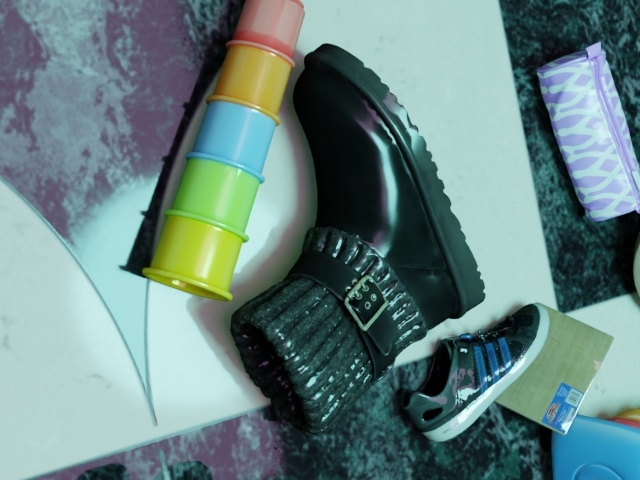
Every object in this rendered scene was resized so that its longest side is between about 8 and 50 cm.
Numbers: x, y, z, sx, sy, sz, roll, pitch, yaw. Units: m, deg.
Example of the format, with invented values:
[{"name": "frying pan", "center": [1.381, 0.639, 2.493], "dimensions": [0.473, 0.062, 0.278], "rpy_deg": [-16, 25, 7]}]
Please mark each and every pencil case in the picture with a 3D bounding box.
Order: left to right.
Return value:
[{"name": "pencil case", "center": [0.317, -0.120, 1.471], "dimensions": [0.086, 0.088, 0.206], "rpy_deg": [-27, 100, -19]}]

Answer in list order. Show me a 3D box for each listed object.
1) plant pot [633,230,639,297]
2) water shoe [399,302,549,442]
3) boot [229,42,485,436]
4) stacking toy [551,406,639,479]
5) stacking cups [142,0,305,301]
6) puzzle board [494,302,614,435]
[{"name": "plant pot", "center": [0.491, 0.005, 1.510], "dimensions": [0.237, 0.237, 0.110], "rpy_deg": [43, 35, -18]}, {"name": "water shoe", "center": [0.174, 0.131, 1.421], "dimensions": [0.203, 0.073, 0.080], "rpy_deg": [-47, 105, -16]}, {"name": "boot", "center": [0.002, 0.001, 1.312], "dimensions": [0.260, 0.131, 0.348], "rpy_deg": [-33, 104, -20]}, {"name": "stacking toy", "center": [0.428, 0.245, 1.510], "dimensions": [0.302, 0.165, 0.175], "rpy_deg": [-22, 109, -37]}, {"name": "stacking cups", "center": [-0.093, -0.101, 1.303], "dimensions": [0.096, 0.096, 0.316], "rpy_deg": [20, 78, -22]}, {"name": "puzzle board", "center": [0.264, 0.147, 1.466], "dimensions": [0.096, 0.011, 0.128], "rpy_deg": [26, 79, 19]}]
